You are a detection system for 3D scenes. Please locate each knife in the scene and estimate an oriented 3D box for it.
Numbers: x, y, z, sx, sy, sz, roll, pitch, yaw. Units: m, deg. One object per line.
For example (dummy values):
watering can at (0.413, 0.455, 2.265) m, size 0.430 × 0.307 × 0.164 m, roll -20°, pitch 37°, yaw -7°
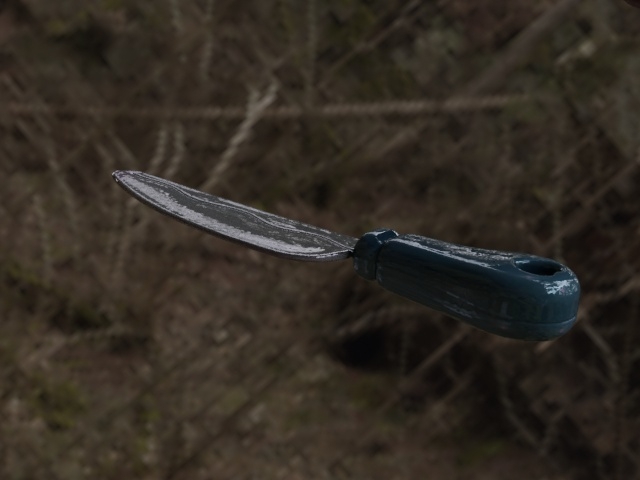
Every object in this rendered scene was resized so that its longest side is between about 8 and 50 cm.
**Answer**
knife at (0.000, 0.001, 0.836) m, size 0.244 × 0.058 × 0.032 m, roll 15°, pitch -67°, yaw 24°

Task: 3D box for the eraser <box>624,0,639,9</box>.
eraser at (0.230, -0.286, 0.916) m, size 0.272 × 0.122 × 0.359 m, roll 35°, pitch -57°, yaw 20°
